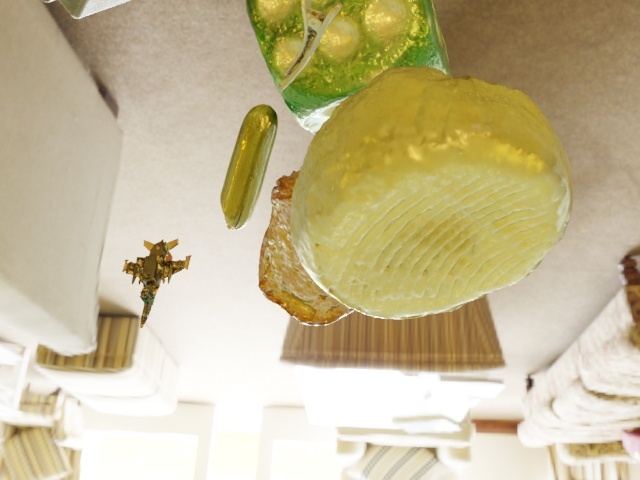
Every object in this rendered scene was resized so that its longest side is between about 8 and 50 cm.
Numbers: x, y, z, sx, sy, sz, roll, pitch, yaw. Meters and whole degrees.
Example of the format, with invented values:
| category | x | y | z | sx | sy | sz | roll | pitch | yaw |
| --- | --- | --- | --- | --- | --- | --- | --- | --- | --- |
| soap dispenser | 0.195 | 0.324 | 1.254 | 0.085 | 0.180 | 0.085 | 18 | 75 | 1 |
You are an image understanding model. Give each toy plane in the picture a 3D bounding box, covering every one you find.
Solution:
| category | x | y | z | sx | sy | sz | roll | pitch | yaw |
| --- | --- | --- | --- | --- | --- | --- | --- | --- | --- |
| toy plane | -0.311 | 0.071 | 1.341 | 0.135 | 0.188 | 0.062 | -2 | 135 | 13 |

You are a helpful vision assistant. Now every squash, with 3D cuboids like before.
| category | x | y | z | sx | sy | sz | roll | pitch | yaw |
| --- | --- | --- | --- | --- | --- | --- | --- | --- | --- |
| squash | -0.130 | -0.127 | 1.302 | 0.069 | 0.239 | 0.069 | 16 | -166 | -4 |

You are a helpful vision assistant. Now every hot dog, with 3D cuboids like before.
| category | x | y | z | sx | sy | sz | roll | pitch | yaw |
| --- | --- | --- | --- | --- | --- | --- | --- | --- | --- |
| hot dog | 0.001 | 0.000 | 0.994 | 0.175 | 0.114 | 0.259 | 34 | 141 | 14 |

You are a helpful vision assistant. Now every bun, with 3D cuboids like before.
| category | x | y | z | sx | sy | sz | roll | pitch | yaw |
| --- | --- | --- | --- | --- | --- | --- | --- | --- | --- |
| bun | 0.072 | -0.034 | 0.511 | 0.195 | 0.118 | 0.195 | -5 | 139 | -4 |

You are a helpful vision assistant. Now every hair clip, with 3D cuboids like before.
| category | x | y | z | sx | sy | sz | roll | pitch | yaw |
| --- | --- | --- | --- | --- | --- | --- | --- | --- | --- |
| hair clip | -0.021 | -0.211 | 0.778 | 0.039 | 0.030 | 0.115 | 35 | 132 | 0 |

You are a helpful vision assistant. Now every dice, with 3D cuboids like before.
| category | x | y | z | sx | sy | sz | roll | pitch | yaw |
| --- | --- | --- | --- | --- | --- | --- | --- | --- | --- |
| dice | 0.059 | -0.366 | 1.280 | 0.297 | 0.287 | 0.300 | -17 | 174 | 14 |

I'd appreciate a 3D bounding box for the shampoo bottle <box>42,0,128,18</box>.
| category | x | y | z | sx | sy | sz | roll | pitch | yaw |
| --- | --- | --- | --- | --- | --- | --- | --- | --- | --- |
| shampoo bottle | -0.277 | -0.369 | 0.978 | 0.079 | 0.246 | 0.080 | 49 | 136 | 0 |
